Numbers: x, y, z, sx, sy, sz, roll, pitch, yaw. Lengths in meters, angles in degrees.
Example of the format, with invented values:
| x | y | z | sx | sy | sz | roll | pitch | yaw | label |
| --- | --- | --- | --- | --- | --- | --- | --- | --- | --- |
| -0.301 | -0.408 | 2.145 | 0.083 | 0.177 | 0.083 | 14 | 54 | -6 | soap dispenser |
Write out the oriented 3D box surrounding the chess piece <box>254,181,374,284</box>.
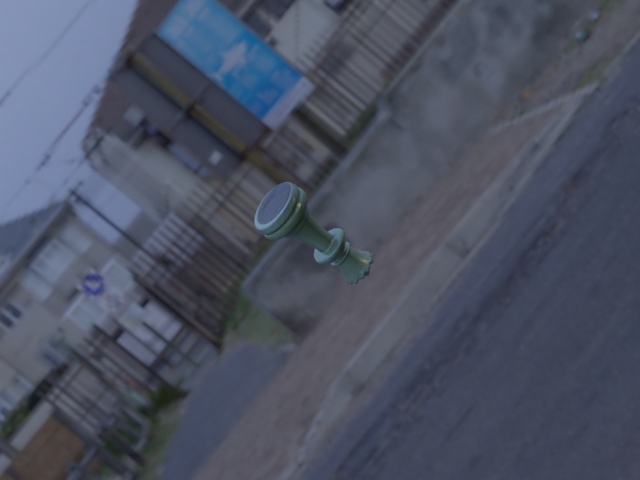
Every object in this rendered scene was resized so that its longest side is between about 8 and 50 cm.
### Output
| x | y | z | sx | sy | sz | roll | pitch | yaw | label |
| --- | --- | --- | --- | --- | --- | --- | --- | --- | --- |
| 0.000 | 0.000 | 0.910 | 0.042 | 0.093 | 0.042 | -37 | 32 | 28 | chess piece |
